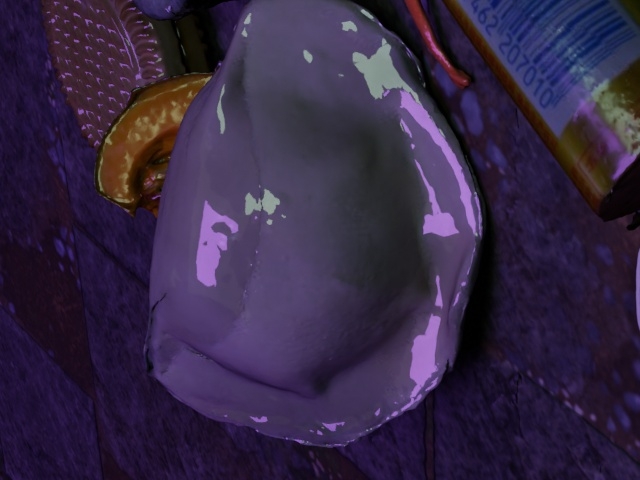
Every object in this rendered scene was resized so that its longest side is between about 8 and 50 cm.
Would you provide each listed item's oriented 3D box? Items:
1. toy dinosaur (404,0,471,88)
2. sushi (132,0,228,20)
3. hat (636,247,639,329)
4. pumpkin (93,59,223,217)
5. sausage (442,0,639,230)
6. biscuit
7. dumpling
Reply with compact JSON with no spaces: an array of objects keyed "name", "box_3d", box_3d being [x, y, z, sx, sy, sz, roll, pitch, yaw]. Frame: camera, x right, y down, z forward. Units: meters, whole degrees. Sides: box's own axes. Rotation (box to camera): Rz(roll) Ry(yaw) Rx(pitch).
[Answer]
[{"name":"toy dinosaur","box_3d":[0.062,-0.233,1.344,0.101,0.055,0.279,14,123,69]},{"name":"sushi","box_3d":[-0.114,-0.288,1.553,0.147,0.115,0.212,-7,105,66]},{"name":"hat","box_3d":[0.277,0.043,1.065,0.203,0.126,0.203,41,142,42]},{"name":"pumpkin","box_3d":[-0.043,-0.035,1.648,0.278,0.111,0.163,41,106,9]},{"name":"sausage","box_3d":[0.137,-0.158,1.195,0.317,0.117,0.125,58,174,24]},{"name":"biscuit","box_3d":[-0.179,-0.167,1.794,0.259,0.079,0.259,41,143,42]},{"name":"dumpling","box_3d":[0.001,-0.003,1.497,0.260,0.341,0.181,21,179,12]}]
